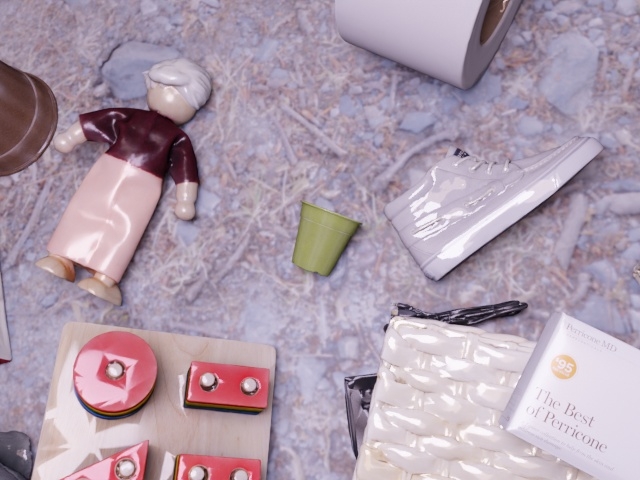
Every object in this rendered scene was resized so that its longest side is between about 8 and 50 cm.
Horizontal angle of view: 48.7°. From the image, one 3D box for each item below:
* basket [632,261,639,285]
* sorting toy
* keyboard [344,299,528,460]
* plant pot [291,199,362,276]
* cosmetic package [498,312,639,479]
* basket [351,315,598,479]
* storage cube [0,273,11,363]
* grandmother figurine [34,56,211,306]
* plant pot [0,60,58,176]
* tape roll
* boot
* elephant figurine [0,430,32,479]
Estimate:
[{"bbox_3d":[0.443,0.022,0.772,0.167,0.113,0.103,-35,71,0],"label":"basket"},{"bbox_3d":[-0.178,0.223,0.781,0.255,0.089,0.257,9,67,-13],"label":"sorting toy"},{"bbox_3d":[0.183,0.163,0.829,0.317,0.033,0.202,-8,81,8],"label":"keyboard"},{"bbox_3d":[0.000,0.000,0.884,0.083,0.083,0.079,22,93,15],"label":"plant pot"},{"bbox_3d":[0.260,0.148,0.506,0.239,0.060,0.099,26,85,12],"label":"cosmetic package"},{"bbox_3d":[0.190,0.257,0.666,0.331,0.266,0.329,12,83,10],"label":"basket"},{"bbox_3d":[-0.536,0.081,0.893,0.193,0.215,0.184,-14,73,1],"label":"storage cube"},{"bbox_3d":[-0.254,-0.099,0.946,0.207,0.104,0.343,29,79,-12],"label":"grandmother figurine"},{"bbox_3d":[-0.479,-0.193,0.971,0.166,0.165,0.167,-2,76,9],"label":"plant pot"},{"bbox_3d":[0.147,-0.324,0.846,0.169,0.246,0.246,26,82,16],"label":"tape roll"},{"bbox_3d":[0.201,-0.073,0.848,0.258,0.095,0.123,-37,80,1],"label":"boot"},{"bbox_3d":[-0.444,0.287,0.861,0.186,0.169,0.239,-20,54,-24],"label":"elephant figurine"}]
